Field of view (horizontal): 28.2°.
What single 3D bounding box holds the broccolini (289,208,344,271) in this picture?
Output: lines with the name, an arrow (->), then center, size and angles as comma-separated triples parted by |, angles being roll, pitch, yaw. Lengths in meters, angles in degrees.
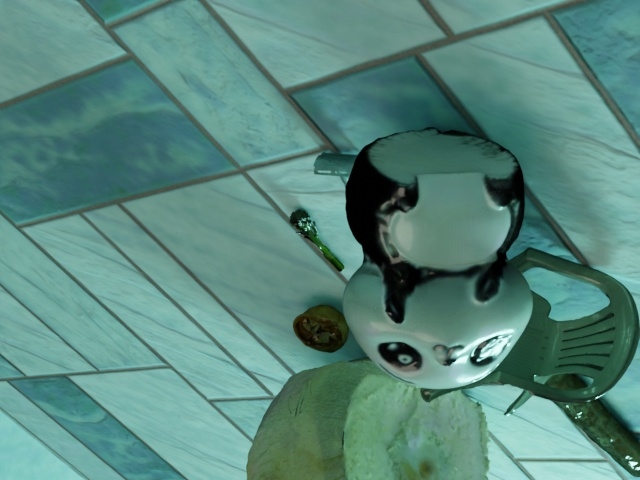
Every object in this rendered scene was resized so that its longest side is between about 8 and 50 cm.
broccolini -> 0.000, 0.000, 1.974 | 0.035, 0.030, 0.140 | -32, 127, 16

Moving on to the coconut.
coconut -> 0.057, 0.394, 2.160 | 0.404, 0.404, 0.404 | 21, 148, 14

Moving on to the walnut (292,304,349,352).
walnut -> 0.006, 0.139, 2.140 | 0.091, 0.052, 0.121 | 37, 146, -11

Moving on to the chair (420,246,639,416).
chair -> 0.291, 0.139, 1.779 | 0.190, 0.203, 0.274 | 22, 159, -10

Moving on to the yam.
yam -> 0.435, 0.287, 2.004 | 0.274, 0.061, 0.061 | 44, 146, -25

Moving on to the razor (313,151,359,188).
razor -> 0.049, -0.073, 1.817 | 0.068, 0.040, 0.135 | 7, 149, 34

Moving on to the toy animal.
toy animal -> 0.147, 0.034, 1.613 | 0.251, 0.251, 0.310 | 14, 115, 24
